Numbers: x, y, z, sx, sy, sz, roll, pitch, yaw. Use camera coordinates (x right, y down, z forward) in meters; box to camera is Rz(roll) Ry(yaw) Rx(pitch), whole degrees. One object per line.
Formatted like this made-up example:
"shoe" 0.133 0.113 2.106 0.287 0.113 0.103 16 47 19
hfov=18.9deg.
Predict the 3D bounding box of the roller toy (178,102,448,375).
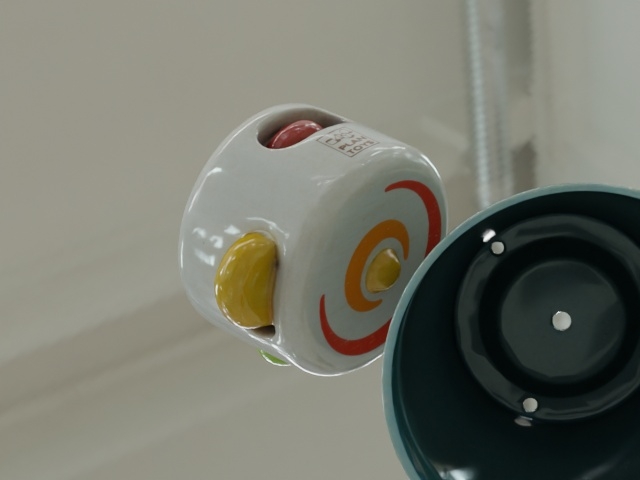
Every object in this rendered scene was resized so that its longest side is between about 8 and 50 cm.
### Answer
"roller toy" 0.000 0.000 1.480 0.191 0.146 0.209 -59 -34 -8

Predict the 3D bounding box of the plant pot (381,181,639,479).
"plant pot" 0.183 0.080 1.424 0.271 0.255 0.272 0 -83 3
